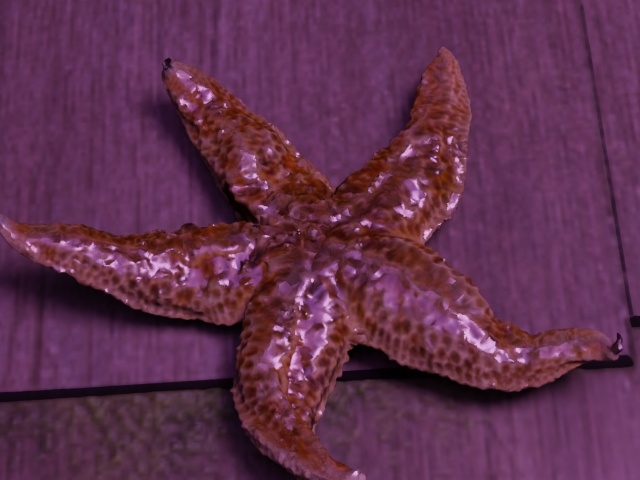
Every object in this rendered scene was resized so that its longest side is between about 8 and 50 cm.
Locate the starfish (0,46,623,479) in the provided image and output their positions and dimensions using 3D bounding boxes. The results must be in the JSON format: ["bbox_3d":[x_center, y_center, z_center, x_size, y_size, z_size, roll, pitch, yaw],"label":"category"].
[{"bbox_3d":[0.000,0.000,0.699,0.277,0.062,0.236,9,61,11],"label":"starfish"}]
